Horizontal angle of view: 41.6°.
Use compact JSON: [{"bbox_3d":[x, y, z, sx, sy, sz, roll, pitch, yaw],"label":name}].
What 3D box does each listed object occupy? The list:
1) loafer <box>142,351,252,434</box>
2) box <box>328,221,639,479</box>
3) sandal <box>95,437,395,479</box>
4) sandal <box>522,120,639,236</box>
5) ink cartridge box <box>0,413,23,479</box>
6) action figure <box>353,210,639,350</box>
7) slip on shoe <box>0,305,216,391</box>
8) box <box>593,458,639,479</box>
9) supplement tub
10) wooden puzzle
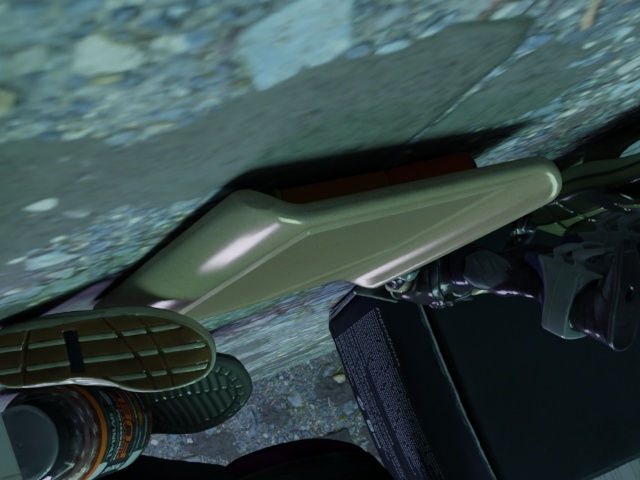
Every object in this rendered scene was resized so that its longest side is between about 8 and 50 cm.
[{"bbox_3d":[-0.192,0.175,0.987,0.251,0.094,0.087,-15,-162,18],"label":"loafer"},{"bbox_3d":[0.305,0.108,1.079,0.480,0.297,0.472,-20,169,-13],"label":"box"},{"bbox_3d":[-0.048,0.277,0.955,0.446,0.107,0.167,10,180,-3],"label":"sandal"},{"bbox_3d":[0.270,-0.059,0.682,0.120,0.086,0.303,26,164,-26],"label":"sandal"},{"bbox_3d":[-0.227,0.176,0.400,0.172,0.237,0.100,-13,164,-43],"label":"ink cartridge box"},{"bbox_3d":[0.145,0.020,0.699,0.185,0.099,0.285,-9,-173,-41],"label":"action figure"},{"bbox_3d":[-0.127,0.064,0.501,0.135,0.051,0.041,-6,-172,5],"label":"slip on shoe"},{"bbox_3d":[0.350,0.325,1.089,0.170,0.130,0.091,-26,170,29],"label":"box"},{"bbox_3d":[-0.246,0.190,0.833,0.106,0.106,0.198,-23,171,6],"label":"supplement tub"},{"bbox_3d":[0.000,0.000,0.536,0.239,0.044,0.221,-8,164,-38],"label":"wooden puzzle"}]
